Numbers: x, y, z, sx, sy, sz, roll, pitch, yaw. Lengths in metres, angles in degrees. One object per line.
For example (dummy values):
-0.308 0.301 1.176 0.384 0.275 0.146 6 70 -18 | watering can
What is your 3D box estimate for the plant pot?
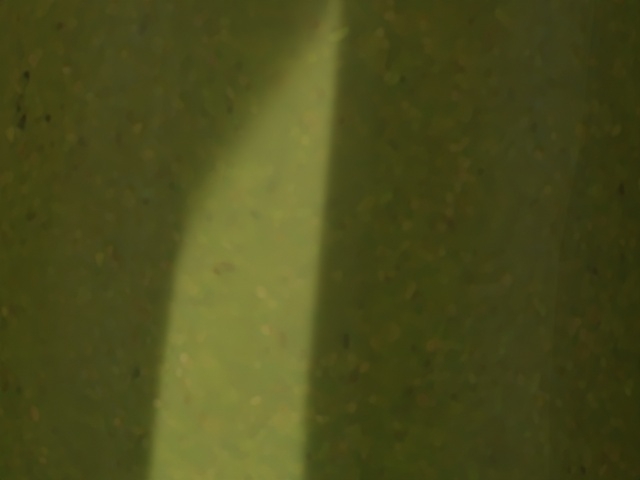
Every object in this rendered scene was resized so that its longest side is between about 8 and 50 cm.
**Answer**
0.000 0.000 0.443 0.276 0.276 0.254 9 104 12 | plant pot
